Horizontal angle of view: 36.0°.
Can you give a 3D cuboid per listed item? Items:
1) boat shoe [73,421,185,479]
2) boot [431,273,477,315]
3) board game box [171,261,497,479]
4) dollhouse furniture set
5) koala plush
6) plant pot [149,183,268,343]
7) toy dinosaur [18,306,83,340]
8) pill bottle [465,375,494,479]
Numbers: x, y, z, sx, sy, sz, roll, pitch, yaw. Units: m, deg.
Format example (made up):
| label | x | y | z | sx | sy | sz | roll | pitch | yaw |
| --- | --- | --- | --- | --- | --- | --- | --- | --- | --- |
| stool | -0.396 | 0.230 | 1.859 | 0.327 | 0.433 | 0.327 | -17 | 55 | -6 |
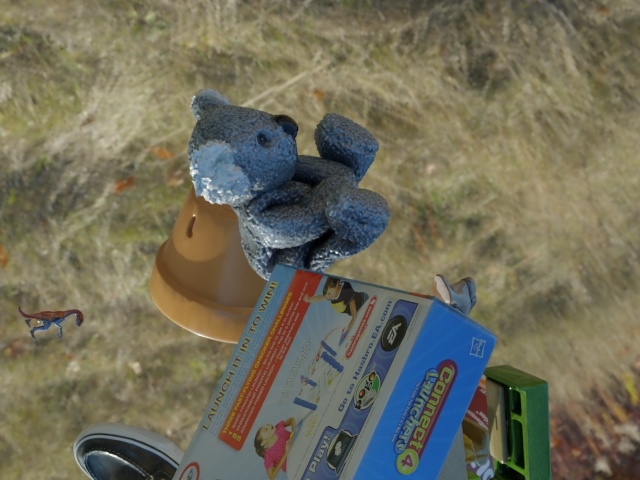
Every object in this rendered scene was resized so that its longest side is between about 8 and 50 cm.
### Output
| label | x | y | z | sx | sy | sz | roll | pitch | yaw |
| --- | --- | --- | --- | --- | --- | --- | --- | --- | --- |
| boat shoe | -0.222 | 0.386 | 1.427 | 0.121 | 0.335 | 0.119 | -57 | -179 | 25 |
| boot | 0.240 | 0.089 | 1.738 | 0.087 | 0.042 | 0.119 | -36 | 131 | -32 |
| board game box | -0.009 | 0.189 | 0.958 | 0.302 | 0.086 | 0.308 | 10 | -108 | 61 |
| dollhouse furniture set | 0.135 | 0.238 | 1.276 | 0.197 | 0.151 | 0.301 | -9 | -172 | -19 |
| koala plush | -0.066 | -0.072 | 1.135 | 0.203 | 0.196 | 0.221 | -38 | 124 | 24 |
| plant pot | -0.135 | 0.012 | 1.686 | 0.290 | 0.291 | 0.204 | -14 | 129 | -39 |
| toy dinosaur | -0.407 | 0.122 | 1.510 | 0.082 | 0.047 | 0.090 | -26 | 152 | -14 |
| pill bottle | 0.150 | 0.373 | 1.523 | 0.392 | 0.224 | 0.224 | -30 | 168 | -48 |
